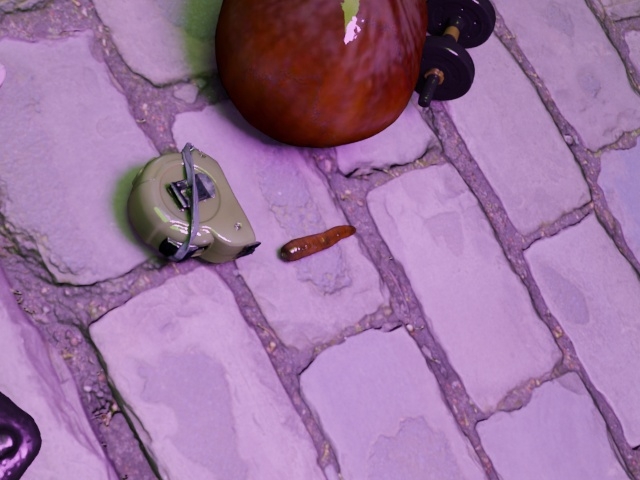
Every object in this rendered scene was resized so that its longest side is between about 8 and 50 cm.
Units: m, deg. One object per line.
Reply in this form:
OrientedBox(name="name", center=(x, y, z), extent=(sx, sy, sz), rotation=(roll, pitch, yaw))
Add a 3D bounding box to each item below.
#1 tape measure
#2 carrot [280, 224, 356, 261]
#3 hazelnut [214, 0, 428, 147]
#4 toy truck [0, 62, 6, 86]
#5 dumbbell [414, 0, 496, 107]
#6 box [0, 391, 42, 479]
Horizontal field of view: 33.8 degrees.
OrientedBox(name="tape measure", center=(-0.207, -0.055, 1.633), extent=(0.175, 0.106, 0.200), rotation=(-15, 75, -36))
OrientedBox(name="carrot", center=(0.001, 0.001, 1.767), extent=(0.165, 0.036, 0.035), rotation=(-18, 79, -36))
OrientedBox(name="hazelnut", center=(0.017, -0.354, 1.762), extent=(0.359, 0.359, 0.409), rotation=(20, 70, -20))
OrientedBox(name="toy truck", center=(-0.554, -0.197, 1.513), extent=(0.114, 0.098, 0.227), rotation=(45, 58, -9))
OrientedBox(name="dumbbell", center=(0.241, -0.374, 1.992), extent=(0.143, 0.143, 0.325), rotation=(33, 57, -13))
OrientedBox(name="box", center=(-0.574, 0.273, 1.303), extent=(0.359, 0.091, 0.350), rotation=(39, 56, -11))
